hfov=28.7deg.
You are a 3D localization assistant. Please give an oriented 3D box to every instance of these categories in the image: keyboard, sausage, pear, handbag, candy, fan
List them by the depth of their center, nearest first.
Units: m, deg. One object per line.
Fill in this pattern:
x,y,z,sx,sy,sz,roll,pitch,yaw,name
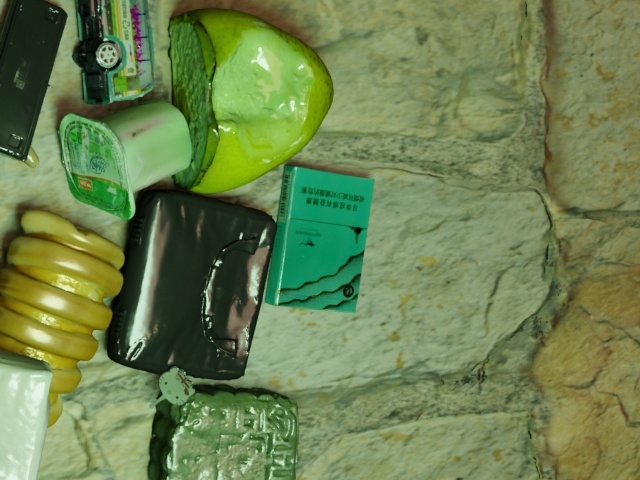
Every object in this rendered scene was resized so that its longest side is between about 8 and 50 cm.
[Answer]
-0.524,0.219,1.592,0.359,0.145,0.208,14,90,-12,candy
-0.414,-0.228,1.732,0.094,0.025,0.230,23,75,-36,keyboard
-0.436,-0.156,1.745,0.024,0.024,0.132,-42,116,-22,sausage
-0.225,0.225,1.855,0.083,0.004,0.056,-37,89,19,fan
-0.095,-0.207,1.883,0.292,0.159,0.292,-3,96,-36,pear
-0.194,0.070,1.894,0.244,0.088,0.275,12,87,-34,handbag

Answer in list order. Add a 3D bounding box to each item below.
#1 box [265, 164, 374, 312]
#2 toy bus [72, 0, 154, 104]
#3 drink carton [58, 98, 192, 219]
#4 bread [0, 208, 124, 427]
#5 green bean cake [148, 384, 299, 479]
0.000,0.000,2.036,0.161,0.042,0.226,7,92,-32,box
-0.299,-0.327,1.780,0.109,0.091,0.261,-11,103,-38,toy bus
-0.271,-0.133,1.788,0.142,0.146,0.144,-30,128,-38,drink carton
-0.388,0.124,1.754,0.173,0.121,0.311,24,85,-33,bread
-0.151,0.336,1.936,0.227,0.125,0.222,3,93,-28,green bean cake
